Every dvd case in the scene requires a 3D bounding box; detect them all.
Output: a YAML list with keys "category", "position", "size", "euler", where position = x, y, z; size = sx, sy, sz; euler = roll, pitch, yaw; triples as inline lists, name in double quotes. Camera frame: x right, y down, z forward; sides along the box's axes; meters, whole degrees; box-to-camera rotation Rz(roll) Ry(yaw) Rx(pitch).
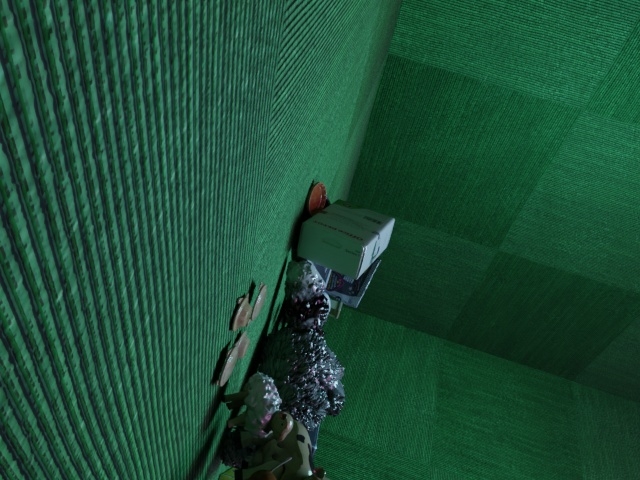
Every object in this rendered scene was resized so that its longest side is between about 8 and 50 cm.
- category: "dvd case"
  position: [0.000, 0.000, 1.315]
  size: [0.238, 0.030, 0.179]
  euler: [60, 44, -58]

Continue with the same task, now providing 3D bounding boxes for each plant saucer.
- category: "plant saucer"
  position: [-0.011, -0.097, 1.191]
  size: [0.083, 0.013, 0.083]
  euler: [-39, 137, -51]

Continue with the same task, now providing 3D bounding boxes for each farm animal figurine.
- category: "farm animal figurine"
  position: [-0.045, 0.431, 0.841]
  size: [0.326, 0.172, 0.330]
  euler: [-112, -168, -53]

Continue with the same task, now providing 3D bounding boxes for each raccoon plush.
- category: "raccoon plush"
  position: [-0.109, 0.294, 1.107]
  size: [0.299, 0.216, 0.446]
  euler: [-33, 112, -62]

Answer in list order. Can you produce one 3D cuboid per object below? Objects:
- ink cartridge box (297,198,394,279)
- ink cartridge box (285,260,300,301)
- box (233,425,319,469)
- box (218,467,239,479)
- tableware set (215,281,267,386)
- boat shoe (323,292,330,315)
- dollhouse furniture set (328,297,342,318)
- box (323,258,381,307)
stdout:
- category: "ink cartridge box"
  position: [0.064, -0.010, 1.201]
  size: [0.219, 0.160, 0.092]
  euler: [-37, 144, -58]
- category: "ink cartridge box"
  position: [-0.051, 0.154, 1.537]
  size: [0.324, 0.071, 0.330]
  euler: [95, 16, -70]
- category: "box"
  position: [-0.161, 0.736, 1.534]
  size: [0.293, 0.212, 0.395]
  euler: [59, 50, -84]
- category: "box"
  position: [-0.226, 0.634, 1.276]
  size: [0.232, 0.058, 0.087]
  euler: [99, 9, -68]
- category: "tableware set"
  position: [-0.126, 0.146, 0.801]
  size: [0.141, 0.020, 0.168]
  euler: [-21, 130, -82]
- category: "boat shoe"
  position: [-0.022, 0.232, 1.391]
  size: [0.083, 0.065, 0.183]
  euler: [-63, 171, -62]
- category: "dollhouse furniture set"
  position: [0.030, 0.158, 1.974]
  size: [0.212, 0.161, 0.242]
  euler: [99, 9, -64]
- category: "box"
  position: [0.083, 0.107, 1.550]
  size: [0.163, 0.142, 0.247]
  euler: [-62, 173, -4]
